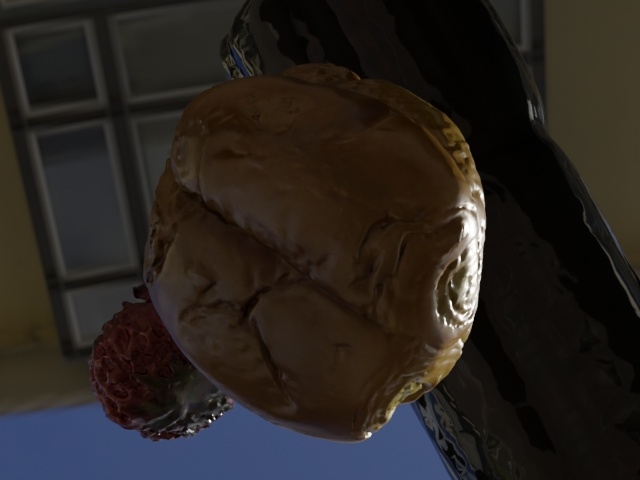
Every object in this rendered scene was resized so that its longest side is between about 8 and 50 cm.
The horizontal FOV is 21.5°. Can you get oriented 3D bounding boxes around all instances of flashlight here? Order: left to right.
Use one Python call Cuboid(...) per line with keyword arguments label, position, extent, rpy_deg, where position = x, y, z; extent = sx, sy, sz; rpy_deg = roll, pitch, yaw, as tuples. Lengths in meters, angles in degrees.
Cuboid(label="flashlight", position=(0.091, 0.090, 0.497), extent=(0.103, 0.103, 0.424), rpy_deg=(-23, -105, -22))

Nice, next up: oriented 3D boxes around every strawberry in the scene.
Cuboid(label="strawberry", position=(-0.118, 0.105, 1.380), extent=(0.145, 0.145, 0.086), rpy_deg=(-27, -136, -26))

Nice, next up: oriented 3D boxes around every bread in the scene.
Cuboid(label="bread", position=(0.000, 0.000, 0.366), extent=(0.081, 0.083, 0.046), rpy_deg=(51, -143, 1))
